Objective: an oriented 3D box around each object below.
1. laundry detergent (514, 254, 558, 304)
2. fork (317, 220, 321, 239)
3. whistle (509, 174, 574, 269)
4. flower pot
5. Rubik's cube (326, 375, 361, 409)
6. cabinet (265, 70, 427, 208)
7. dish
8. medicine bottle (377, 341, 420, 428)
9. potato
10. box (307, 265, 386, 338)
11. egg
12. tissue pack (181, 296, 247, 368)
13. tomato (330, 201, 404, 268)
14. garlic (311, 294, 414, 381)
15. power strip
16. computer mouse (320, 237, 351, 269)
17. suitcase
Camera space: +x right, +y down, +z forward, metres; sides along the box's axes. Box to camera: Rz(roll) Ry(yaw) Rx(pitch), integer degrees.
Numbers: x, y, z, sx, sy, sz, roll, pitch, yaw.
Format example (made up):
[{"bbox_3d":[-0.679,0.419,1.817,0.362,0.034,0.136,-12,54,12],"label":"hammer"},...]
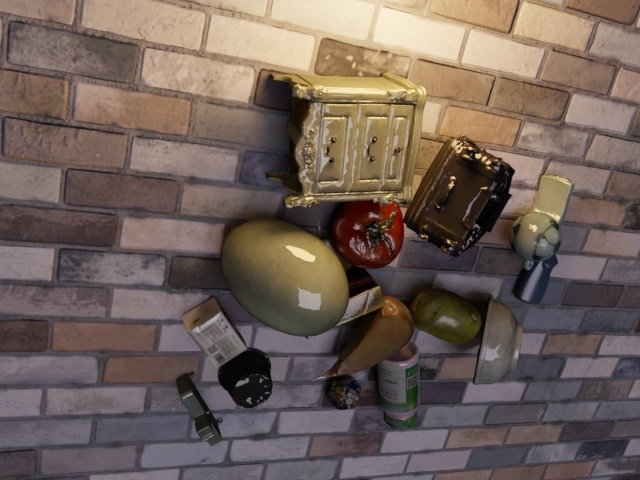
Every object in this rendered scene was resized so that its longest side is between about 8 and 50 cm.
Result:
[{"bbox_3d":[0.700,0.102,2.012,0.097,0.061,0.206,12,108,-17],"label":"laundry detergent"},{"bbox_3d":[0.000,0.000,1.720,0.016,0.012,0.115,-15,113,-19],"label":"fork"},{"bbox_3d":[0.652,-0.044,1.872,0.164,0.163,0.289,-2,113,-21],"label":"whistle"},{"bbox_3d":[-0.204,0.399,1.771,0.158,0.107,0.157,-8,117,-16],"label":"flower pot"},{"bbox_3d":[0.072,0.466,1.916,0.111,0.093,0.111,-9,118,-18],"label":"Rubik's cube"},{"bbox_3d":[0.049,-0.246,1.498,0.318,0.227,0.289,-3,116,-19],"label":"cabinet"},{"bbox_3d":[0.551,0.319,1.925,0.120,0.303,0.302,11,115,16],"label":"dish"},{"bbox_3d":[0.246,0.453,1.955,0.134,0.133,0.274,-14,118,-15],"label":"medicine bottle"},{"bbox_3d":[0.377,0.227,1.872,0.229,0.197,0.148,23,73,-12],"label":"potato"},{"bbox_3d":[0.037,0.163,1.724,0.240,0.159,0.071,-22,117,-9],"label":"box"},{"bbox_3d":[-0.089,0.089,1.557,0.352,0.258,0.258,41,96,10],"label":"egg"},{"bbox_3d":[-0.282,0.245,1.671,0.106,0.099,0.148,-32,121,-7],"label":"tissue pack"},{"bbox_3d":[0.143,-0.021,1.683,0.228,0.101,0.227,-6,103,-27],"label":"tomato"},{"bbox_3d":[0.128,0.285,1.817,0.196,0.151,0.338,5,135,-51],"label":"garlic"},{"bbox_3d":[-0.326,0.490,1.742,0.061,0.145,0.215,-27,121,-7],"label":"power strip"},{"bbox_3d":[-0.003,0.043,1.704,0.199,0.045,0.102,-5,108,-12],"label":"computer mouse"},{"bbox_3d":[0.365,-0.107,1.607,0.283,0.194,0.434,-63,162,13],"label":"suitcase"}]
